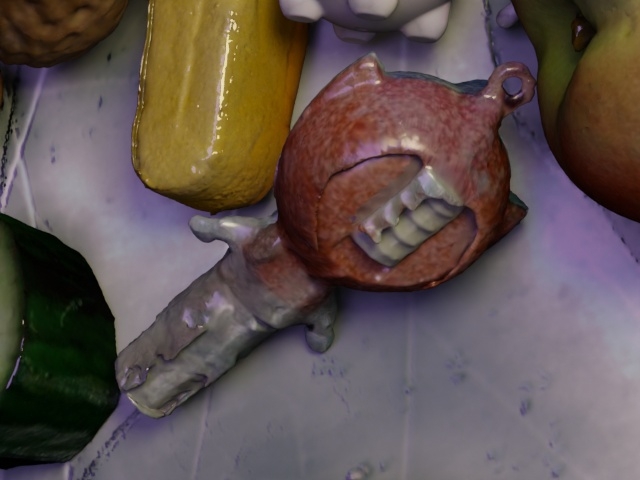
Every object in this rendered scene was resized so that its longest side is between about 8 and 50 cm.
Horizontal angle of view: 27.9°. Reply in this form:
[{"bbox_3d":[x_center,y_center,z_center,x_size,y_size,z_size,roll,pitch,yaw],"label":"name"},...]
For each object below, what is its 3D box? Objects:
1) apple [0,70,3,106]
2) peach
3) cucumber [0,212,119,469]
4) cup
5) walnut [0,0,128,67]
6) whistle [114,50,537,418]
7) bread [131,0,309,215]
[{"bbox_3d":[-0.315,-0.115,0.961,0.131,0.146,0.146,-45,69,2],"label":"apple"},{"bbox_3d":[0.225,-0.128,0.692,0.252,0.252,0.252,-3,82,22],"label":"peach"},{"bbox_3d":[-0.240,0.073,0.913,0.191,0.130,0.191,-5,76,20],"label":"cucumber"},{"bbox_3d":[0.053,-0.202,0.841,0.134,0.173,0.142,4,85,54],"label":"cup"},{"bbox_3d":[-0.193,-0.214,0.905,0.155,0.155,0.184,61,140,18],"label":"walnut"},{"bbox_3d":[-0.001,0.000,0.826,0.346,0.142,0.133,-39,45,22],"label":"whistle"},{"bbox_3d":[-0.068,-0.141,0.889,0.102,0.094,0.245,2,83,32],"label":"bread"}]
